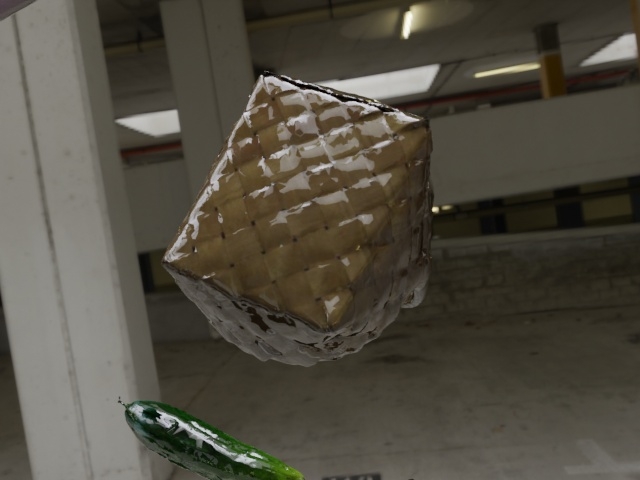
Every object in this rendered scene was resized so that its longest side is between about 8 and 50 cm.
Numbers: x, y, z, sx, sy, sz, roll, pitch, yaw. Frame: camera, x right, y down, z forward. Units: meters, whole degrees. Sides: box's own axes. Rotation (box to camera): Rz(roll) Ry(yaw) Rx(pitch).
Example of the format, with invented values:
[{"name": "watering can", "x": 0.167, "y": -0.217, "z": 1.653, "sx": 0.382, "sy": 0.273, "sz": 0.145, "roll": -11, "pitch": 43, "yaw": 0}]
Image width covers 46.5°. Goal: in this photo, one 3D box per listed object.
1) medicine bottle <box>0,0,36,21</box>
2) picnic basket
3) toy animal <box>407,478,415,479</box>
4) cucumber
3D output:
[{"name": "medicine bottle", "x": -0.329, "y": -0.242, "z": 0.564, "sx": 0.202, "sy": 0.202, "sz": 0.316, "roll": -7, "pitch": 33, "yaw": 34}, {"name": "picnic basket", "x": 0.000, "y": 0.000, "z": 0.926, "sx": 0.293, "sy": 0.337, "sz": 0.337, "roll": 20, "pitch": 13, "yaw": 20}, {"name": "toy animal", "x": 0.112, "y": 0.396, "z": 1.061, "sx": 0.117, "sy": 0.121, "sz": 0.210, "roll": -17, "pitch": -29, "yaw": 42}, {"name": "cucumber", "x": -0.092, "y": 0.157, "z": 0.566, "sx": 0.168, "sy": 0.039, "sz": 0.039, "roll": 20, "pitch": 11, "yaw": 16}]
